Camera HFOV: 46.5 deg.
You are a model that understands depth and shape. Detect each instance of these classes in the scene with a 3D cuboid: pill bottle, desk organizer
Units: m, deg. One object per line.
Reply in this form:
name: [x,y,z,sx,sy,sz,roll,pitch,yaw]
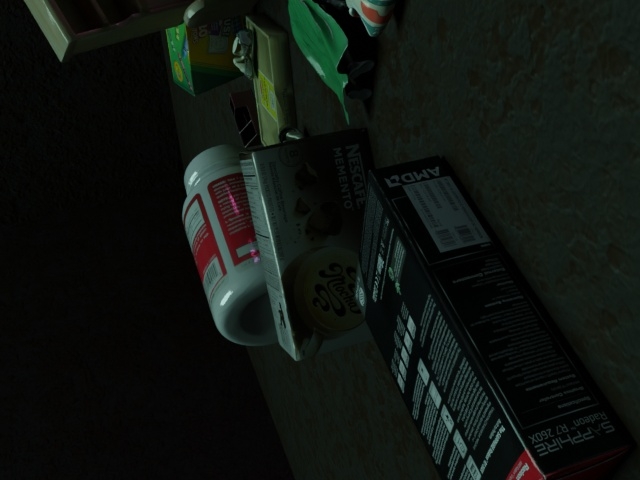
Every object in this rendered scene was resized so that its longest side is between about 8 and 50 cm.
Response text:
pill bottle: [-0.154,-0.005,1.537,0.229,0.229,0.408,92,159,-48]
desk organizer: [-0.165,-0.276,1.688,0.047,0.050,0.130,102,150,-61]

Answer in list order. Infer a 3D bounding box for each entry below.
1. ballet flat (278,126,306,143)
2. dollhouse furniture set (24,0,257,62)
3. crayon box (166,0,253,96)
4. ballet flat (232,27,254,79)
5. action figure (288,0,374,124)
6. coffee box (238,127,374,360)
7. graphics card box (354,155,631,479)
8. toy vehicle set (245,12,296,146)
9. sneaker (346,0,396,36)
ballet flat: [-0.031,-0.137,1.266,0.203,0.074,0.074,-119,20,-53]
dollhouse furniture set: [-0.288,-0.480,1.146,0.362,0.256,0.394,59,144,2]
crayon box: [-0.220,-0.447,1.471,0.081,0.165,0.278,37,144,34]
ballet flat: [-0.148,-0.352,1.418,0.114,0.041,0.041,94,157,-51]
action figure: [0.002,-0.284,1.003,0.137,0.063,0.232,93,154,-54]
coffee box: [0.000,0.000,1.073,0.119,0.168,0.297,-164,62,-74]
graphics card box: [0.145,0.119,0.773,0.233,0.094,0.371,92,158,-48]
toy vehicle set: [-0.091,-0.282,1.422,0.166,0.035,0.267,-124,24,-54]
sneaker: [0.039,-0.301,0.856,0.075,0.057,0.161,103,147,-50]
